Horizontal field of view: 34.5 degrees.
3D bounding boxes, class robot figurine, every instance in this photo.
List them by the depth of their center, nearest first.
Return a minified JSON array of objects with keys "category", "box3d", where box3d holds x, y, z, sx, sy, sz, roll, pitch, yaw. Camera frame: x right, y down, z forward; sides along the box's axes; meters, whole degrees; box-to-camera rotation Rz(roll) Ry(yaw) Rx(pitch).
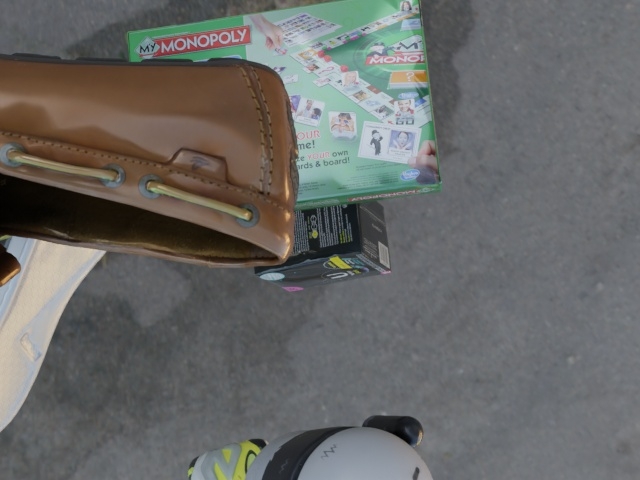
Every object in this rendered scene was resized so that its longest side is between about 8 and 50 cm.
[{"category":"robot figurine","box3d":[0.016,0.298,1.160,0.174,0.209,0.278,7,165,-25]}]

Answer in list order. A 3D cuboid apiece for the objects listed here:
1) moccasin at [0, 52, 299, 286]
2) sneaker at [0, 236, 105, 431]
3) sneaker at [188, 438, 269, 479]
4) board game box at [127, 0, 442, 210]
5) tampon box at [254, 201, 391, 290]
[{"category":"moccasin","box3d":[-0.204,-0.027,0.606,0.380,0.146,0.139,2,161,-8]},{"category":"sneaker","box3d":[-0.246,-0.009,0.780,0.295,0.147,0.104,-62,156,-1]},{"category":"sneaker","box3d":[-0.090,0.504,1.716,0.147,0.384,0.145,-30,157,5]},{"category":"board game box","box3d":[-0.041,-0.138,1.092,0.318,0.213,0.046,-6,168,8]},{"category":"tampon box","box3d":[0.000,0.000,1.430,0.161,0.101,0.120,-12,161,21]}]
